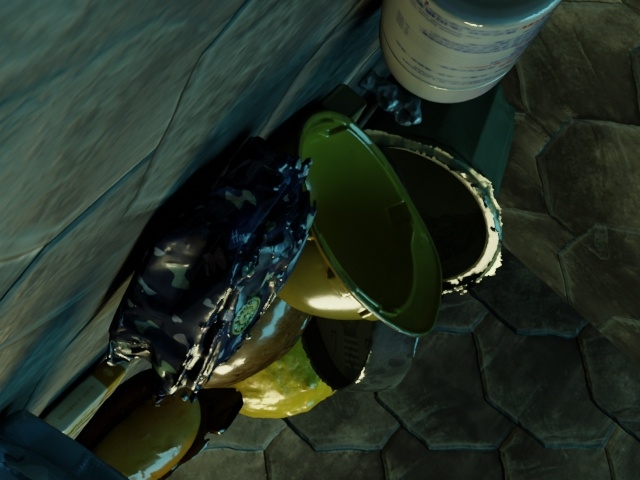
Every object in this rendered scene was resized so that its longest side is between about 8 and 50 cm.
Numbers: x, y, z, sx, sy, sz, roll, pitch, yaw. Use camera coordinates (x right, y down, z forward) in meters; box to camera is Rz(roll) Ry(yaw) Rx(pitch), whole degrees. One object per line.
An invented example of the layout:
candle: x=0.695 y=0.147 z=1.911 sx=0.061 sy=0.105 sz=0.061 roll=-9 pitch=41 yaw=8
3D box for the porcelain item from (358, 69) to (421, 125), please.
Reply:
porcelain item: x=0.083 y=-0.162 z=1.560 sx=0.036 sy=0.083 sz=0.028 roll=-54 pitch=176 yaw=34

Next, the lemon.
lemon: x=-0.061 y=0.128 z=1.932 sx=0.288 sy=0.233 sz=0.233 roll=-51 pitch=180 yaw=-43

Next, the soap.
soap: x=-0.254 y=0.247 z=1.250 sx=0.077 sy=0.156 sz=0.293 roll=-60 pitch=-176 yaw=-30

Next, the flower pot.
flower pot: x=0.151 y=-0.103 z=1.857 sx=0.290 sy=0.290 sz=0.259 roll=-51 pitch=-173 yaw=48

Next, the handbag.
handbag: x=-0.092 y=0.027 z=1.172 sx=0.162 sy=0.113 sz=0.260 roll=-55 pitch=176 yaw=-44

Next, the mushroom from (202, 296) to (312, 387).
mushroom: x=-0.071 y=0.055 z=1.561 sx=0.278 sy=0.146 sz=0.278 roll=-53 pitch=-177 yaw=4

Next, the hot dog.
hot dog: x=-0.250 y=0.257 z=1.666 sx=0.194 sy=0.107 sz=0.326 roll=-1 pitch=-144 yaw=38

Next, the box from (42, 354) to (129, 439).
box: x=-0.293 y=0.216 z=1.508 sx=0.122 sy=0.032 sz=0.220 roll=-46 pitch=177 yaw=-44

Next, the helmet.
helmet: x=0.000 y=0.000 z=1.369 sx=0.140 sy=0.257 sz=0.205 roll=-19 pitch=-145 yaw=28

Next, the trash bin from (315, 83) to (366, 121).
trash bin: x=0.005 y=-0.114 z=1.429 sx=0.061 sy=0.043 sz=0.092 roll=-45 pitch=175 yaw=-47

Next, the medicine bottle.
medicine bottle: x=0.115 y=-0.192 z=1.080 sx=0.130 sy=0.130 sz=0.341 roll=-48 pitch=177 yaw=-4

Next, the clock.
clock: x=0.035 y=0.033 z=1.640 sx=0.061 sy=0.313 sz=0.312 roll=-5 pitch=159 yaw=-20
